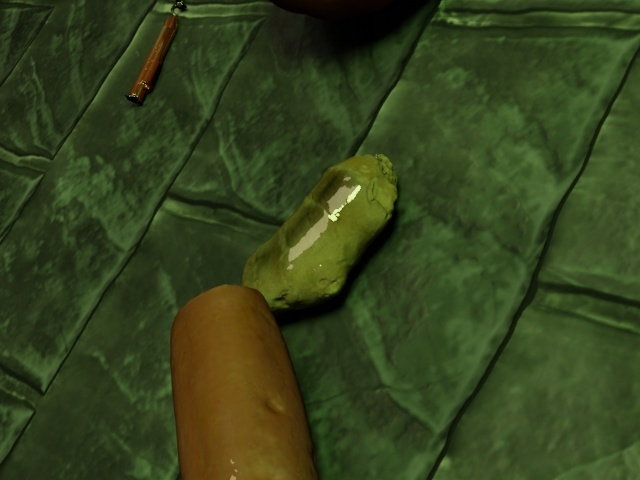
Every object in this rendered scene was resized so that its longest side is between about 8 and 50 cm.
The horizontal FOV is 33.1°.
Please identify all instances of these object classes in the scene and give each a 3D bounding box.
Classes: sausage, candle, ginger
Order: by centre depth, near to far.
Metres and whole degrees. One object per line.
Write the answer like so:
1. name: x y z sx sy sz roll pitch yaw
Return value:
1. sausage: -0.059 0.157 0.835 0.113 0.113 0.259 -34 42 17
2. ginger: 0.000 0.000 0.938 0.190 0.069 0.095 -50 19 0
3. candle: -0.196 -0.239 1.329 0.026 0.021 0.167 12 64 17

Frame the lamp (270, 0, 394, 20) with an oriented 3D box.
1. lamp: 0.023 -0.320 1.064 0.226 0.227 0.227 -23 47 27
